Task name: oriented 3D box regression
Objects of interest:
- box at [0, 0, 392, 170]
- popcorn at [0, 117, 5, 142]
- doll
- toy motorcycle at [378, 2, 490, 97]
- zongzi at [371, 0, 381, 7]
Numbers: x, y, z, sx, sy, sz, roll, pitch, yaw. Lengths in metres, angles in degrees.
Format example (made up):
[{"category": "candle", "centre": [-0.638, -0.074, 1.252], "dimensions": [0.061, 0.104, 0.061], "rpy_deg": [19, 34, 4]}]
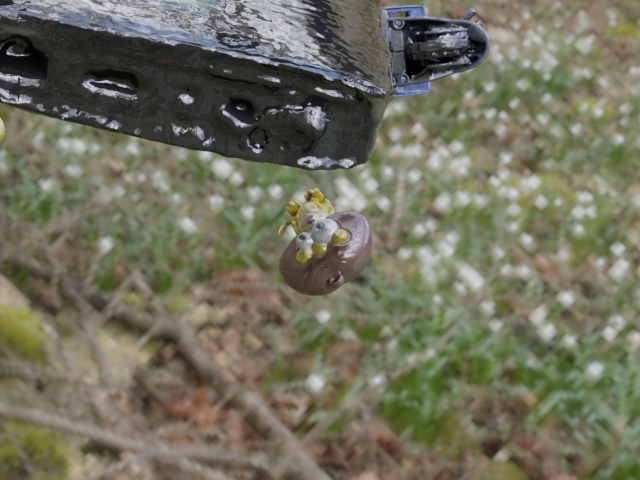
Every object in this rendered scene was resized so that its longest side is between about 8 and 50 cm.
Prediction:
[{"category": "box", "centre": [-0.122, -0.169, 1.247], "dimensions": [0.359, 0.091, 0.350], "rpy_deg": [12, 22, -8]}, {"category": "popcorn", "centre": [-0.529, -0.152, 1.820], "dimensions": [0.312, 0.312, 0.312], "rpy_deg": [44, 1, -1]}, {"category": "doll", "centre": [-0.008, 0.004, 2.220], "dimensions": [0.188, 0.145, 0.096], "rpy_deg": [34, -16, 43]}, {"category": "toy motorcycle", "centre": [0.040, -0.232, 1.907], "dimensions": [0.212, 0.359, 0.125], "rpy_deg": [-28, 115, -70]}, {"category": "zongzi", "centre": [0.088, -0.426, 2.336], "dimensions": [0.174, 0.393, 0.356], "rpy_deg": [83, -4, -63]}]
